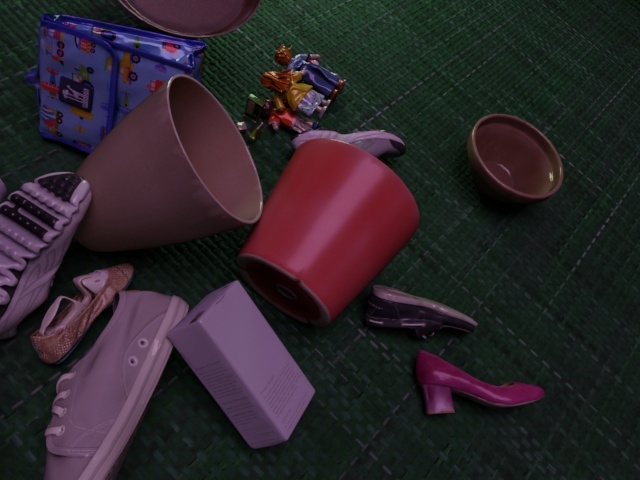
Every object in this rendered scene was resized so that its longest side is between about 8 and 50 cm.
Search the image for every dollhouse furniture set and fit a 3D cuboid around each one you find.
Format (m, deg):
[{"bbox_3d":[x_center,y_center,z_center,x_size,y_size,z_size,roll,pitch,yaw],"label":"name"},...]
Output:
[{"bbox_3d":[-0.168,-0.233,1.213,0.076,0.058,0.151,32,55,1],"label":"dollhouse furniture set"}]

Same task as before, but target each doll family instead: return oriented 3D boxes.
[{"bbox_3d":[-0.042,-0.354,1.295,0.163,0.118,0.263,29,55,-2],"label":"doll family"}]

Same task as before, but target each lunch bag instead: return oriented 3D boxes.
[{"bbox_3d":[-0.375,-0.269,1.055,0.293,0.220,0.138,12,35,-7],"label":"lunch bag"}]

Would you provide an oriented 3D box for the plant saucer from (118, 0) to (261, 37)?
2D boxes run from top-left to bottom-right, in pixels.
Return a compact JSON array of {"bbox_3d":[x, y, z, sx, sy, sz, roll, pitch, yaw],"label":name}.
[{"bbox_3d":[-0.261,-0.511,1.104,0.311,0.050,0.310,6,74,-21],"label":"plant saucer"}]

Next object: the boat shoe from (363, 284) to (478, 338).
[{"bbox_3d":[0.193,0.149,1.123,0.233,0.084,0.079,15,95,-19],"label":"boat shoe"}]

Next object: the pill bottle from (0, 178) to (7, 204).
[{"bbox_3d":[-0.595,-0.002,0.862,0.153,0.153,0.264,22,55,-7],"label":"pill bottle"}]

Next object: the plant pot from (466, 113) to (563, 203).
[{"bbox_3d":[0.434,-0.172,1.368,0.237,0.109,0.237,9,59,-15],"label":"plant pot"}]

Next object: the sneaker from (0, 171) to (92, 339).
[{"bbox_3d":[-0.436,0.026,0.869,0.110,0.118,0.292,34,85,21],"label":"sneaker"}]

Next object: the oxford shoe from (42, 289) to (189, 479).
[{"bbox_3d":[-0.316,0.250,0.810,0.130,0.169,0.449,23,48,-9],"label":"oxford shoe"}]

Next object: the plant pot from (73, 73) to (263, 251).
[{"bbox_3d":[-0.278,-0.093,0.956,0.274,0.256,0.256,-23,63,16],"label":"plant pot"}]

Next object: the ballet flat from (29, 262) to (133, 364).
[{"bbox_3d":[-0.377,0.098,0.926,0.067,0.073,0.206,59,44,-35],"label":"ballet flat"}]

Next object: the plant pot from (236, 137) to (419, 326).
[{"bbox_3d":[0.000,0.000,1.029,0.275,0.275,0.243,35,66,2],"label":"plant pot"}]

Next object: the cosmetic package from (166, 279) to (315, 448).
[{"bbox_3d":[-0.116,0.191,0.898,0.231,0.086,0.117,57,34,-11],"label":"cosmetic package"}]

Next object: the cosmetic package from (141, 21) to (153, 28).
[{"bbox_3d":[-0.324,-0.625,1.288,0.138,0.224,0.224,0,61,-23],"label":"cosmetic package"}]

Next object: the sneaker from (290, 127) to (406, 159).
[{"bbox_3d":[0.064,-0.181,1.259,0.272,0.100,0.107,-7,88,-27],"label":"sneaker"}]

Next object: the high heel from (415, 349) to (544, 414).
[{"bbox_3d":[0.295,0.254,1.083,0.244,0.082,0.117,-3,71,-7],"label":"high heel"}]
